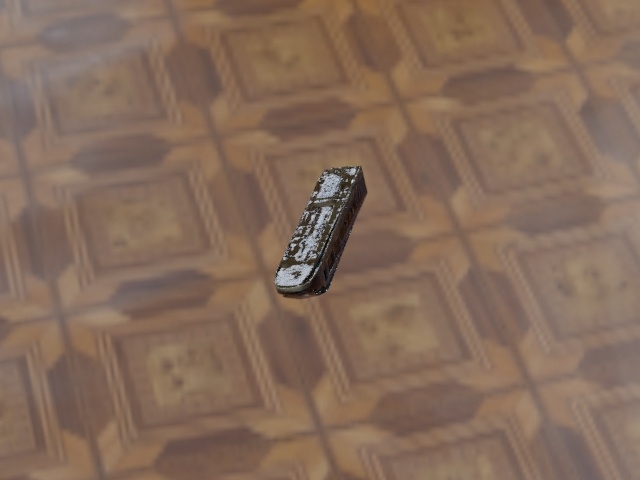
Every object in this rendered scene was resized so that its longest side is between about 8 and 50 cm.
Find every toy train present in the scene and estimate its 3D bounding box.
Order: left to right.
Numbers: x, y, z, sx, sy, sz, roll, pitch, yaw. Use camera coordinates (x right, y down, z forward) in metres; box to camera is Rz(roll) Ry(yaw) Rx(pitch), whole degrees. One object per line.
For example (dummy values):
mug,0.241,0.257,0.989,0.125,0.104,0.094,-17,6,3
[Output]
toy train,0.000,0.000,0.692,0.017,0.017,0.083,-4,32,19
